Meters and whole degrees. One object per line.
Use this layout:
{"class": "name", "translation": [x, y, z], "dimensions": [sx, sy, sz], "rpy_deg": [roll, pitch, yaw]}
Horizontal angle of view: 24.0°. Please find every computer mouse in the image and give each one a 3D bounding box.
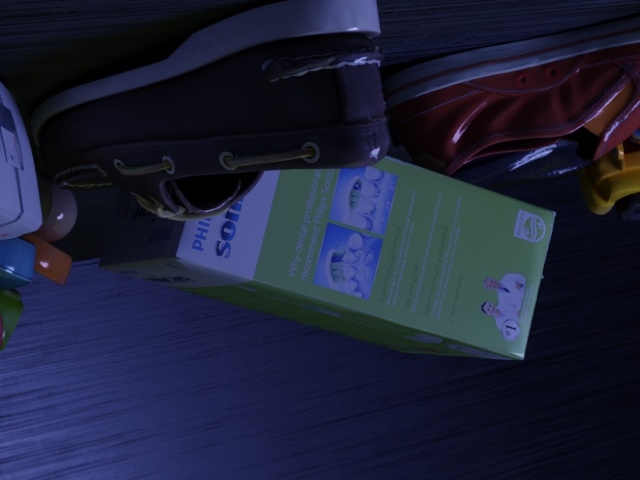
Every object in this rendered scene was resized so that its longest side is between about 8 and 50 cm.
{"class": "computer mouse", "translation": [0.162, -0.071, 1.389], "dimensions": [0.262, 0.184, 0.060], "rpy_deg": [-7, 141, -16]}

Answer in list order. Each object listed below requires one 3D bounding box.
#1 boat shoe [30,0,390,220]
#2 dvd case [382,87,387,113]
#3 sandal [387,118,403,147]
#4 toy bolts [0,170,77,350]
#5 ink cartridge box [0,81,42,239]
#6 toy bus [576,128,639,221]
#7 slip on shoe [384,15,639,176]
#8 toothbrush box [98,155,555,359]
{"class": "boat shoe", "translation": [-0.077, -0.063, 0.928], "dimensions": [0.117, 0.096, 0.324], "rpy_deg": [-10, 177, -41]}
{"class": "dvd case", "translation": [0.052, -0.119, 1.301], "dimensions": [0.119, 0.013, 0.087], "rpy_deg": [-14, 178, 6]}
{"class": "sandal", "translation": [0.188, -0.118, 1.348], "dimensions": [0.255, 0.054, 0.097], "rpy_deg": [-17, 180, 2]}
{"class": "toy bolts", "translation": [-0.313, -0.008, 1.314], "dimensions": [0.218, 0.158, 0.228], "rpy_deg": [30, 177, -15]}
{"class": "ink cartridge box", "translation": [-0.242, -0.037, 0.791], "dimensions": [0.159, 0.092, 0.218], "rpy_deg": [-12, 176, -4]}
{"class": "toy bus", "translation": [0.367, -0.121, 1.477], "dimensions": [0.220, 0.149, 0.211], "rpy_deg": [-9, 165, 0]}
{"class": "slip on shoe", "translation": [0.218, -0.114, 1.181], "dimensions": [0.331, 0.101, 0.123], "rpy_deg": [-13, 176, -5]}
{"class": "toothbrush box", "translation": [0.000, 0.000, 1.152], "dimensions": [0.283, 0.122, 0.206], "rpy_deg": [15, 172, -21]}
